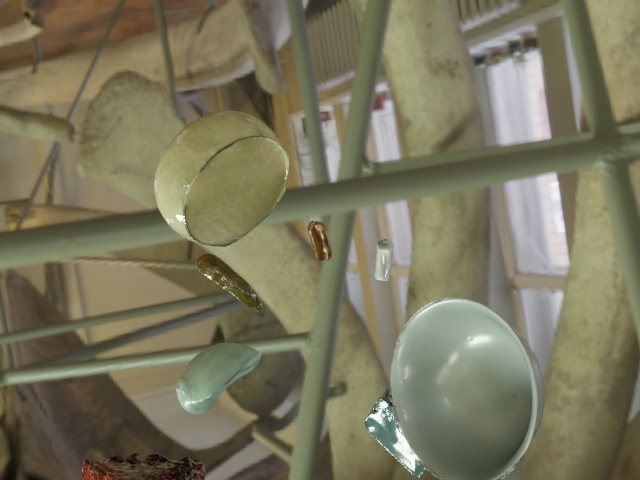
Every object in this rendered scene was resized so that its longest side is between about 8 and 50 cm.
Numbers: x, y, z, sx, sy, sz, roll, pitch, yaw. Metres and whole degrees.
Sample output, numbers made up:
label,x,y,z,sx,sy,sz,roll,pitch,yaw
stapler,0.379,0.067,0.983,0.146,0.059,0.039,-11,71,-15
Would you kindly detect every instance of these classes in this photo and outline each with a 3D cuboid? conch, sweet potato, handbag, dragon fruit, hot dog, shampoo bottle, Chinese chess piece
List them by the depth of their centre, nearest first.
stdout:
label,x,y,z,sx,sy,sz,roll,pitch,yaw
dragon fruit,-0.304,0.584,1.537,0.228,0.329,0.286,1,170,44
conch,-0.243,0.314,1.919,0.221,0.121,0.185,-40,-161,0
hot dog,0.000,0.000,1.941,0.049,0.122,0.037,-2,-141,13
Chinese chess piece,-0.235,-0.147,1.976,0.338,0.338,0.140,-12,-138,-42
shampoo bottle,0.160,0.045,2.057,0.043,0.099,0.072,5,-164,2
sweet potato,-0.240,0.116,2.226,0.062,0.233,0.081,-51,-164,-5
handbag,0.241,0.550,2.353,0.062,0.229,0.179,-33,156,-39

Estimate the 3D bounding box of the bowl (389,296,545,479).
label,x,y,z,sx,sy,sz,roll,pitch,yaw
bowl,0.304,0.274,1.532,0.157,0.345,0.345,0,176,-40
